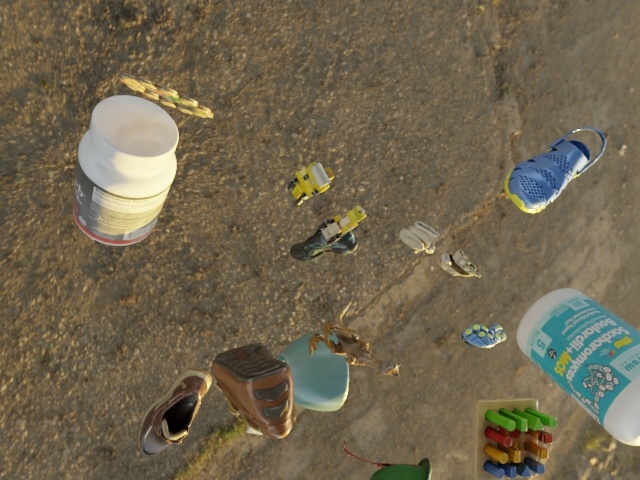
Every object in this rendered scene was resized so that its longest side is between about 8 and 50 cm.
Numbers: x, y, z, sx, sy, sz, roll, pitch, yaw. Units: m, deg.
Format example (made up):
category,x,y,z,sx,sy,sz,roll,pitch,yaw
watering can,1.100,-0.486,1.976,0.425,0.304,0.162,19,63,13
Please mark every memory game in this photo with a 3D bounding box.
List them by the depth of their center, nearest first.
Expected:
category,x,y,z,sx,sy,sz,roll,pitch,yaw
memory game,-0.302,-0.282,0.804,0.186,0.186,0.012,18,94,-33

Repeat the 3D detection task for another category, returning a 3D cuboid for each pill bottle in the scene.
category,x,y,z,sx,sy,sz,roll,pitch,yaw
pill bottle,0.450,0.201,0.628,0.146,0.264,0.146,-10,121,-17
pill bottle,-0.473,-0.157,0.989,0.210,0.363,0.211,18,52,-24

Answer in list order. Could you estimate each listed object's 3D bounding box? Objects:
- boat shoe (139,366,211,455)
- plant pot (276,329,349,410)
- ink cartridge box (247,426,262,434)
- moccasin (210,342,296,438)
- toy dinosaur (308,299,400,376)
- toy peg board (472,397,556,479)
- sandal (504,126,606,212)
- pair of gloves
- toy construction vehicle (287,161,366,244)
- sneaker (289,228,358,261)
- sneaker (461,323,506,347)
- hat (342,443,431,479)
category,x,y,z,sx,sy,sz,roll,pitch,yaw
boat shoe,-0.444,0.536,1.211,0.123,0.123,0.342,36,104,-19
plant pot,-0.054,0.478,1.485,0.195,0.290,0.291,3,97,-27
ink cartridge box,-0.150,0.434,1.065,0.046,0.207,0.097,13,52,-10
moccasin,-0.135,0.300,0.842,0.139,0.380,0.147,-12,89,-28
toy dinosaur,0.039,0.153,0.631,0.112,0.211,0.064,20,101,-29
toy peg board,0.406,0.421,0.843,0.161,0.079,0.161,5,84,-17
sandal,0.571,-0.183,0.985,0.317,0.138,0.126,-37,78,-24
pair of gloves,0.340,0.035,1.200,0.240,0.204,0.042,37,81,-1
toy construction vehicle,0.007,-0.044,0.433,0.035,0.098,0.086,-30,87,-19
sneaker,0.000,0.000,1.455,0.106,0.267,0.101,60,29,-34
sneaker,0.445,0.272,1.127,0.188,0.078,0.067,7,50,-44
hat,0.133,0.555,0.963,0.173,0.183,0.209,-44,159,-53
